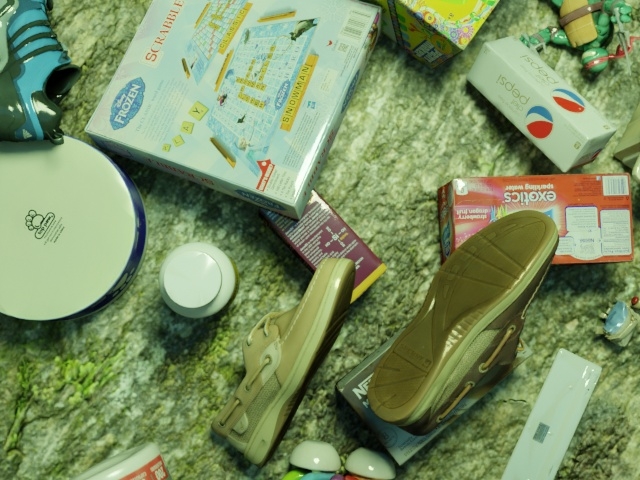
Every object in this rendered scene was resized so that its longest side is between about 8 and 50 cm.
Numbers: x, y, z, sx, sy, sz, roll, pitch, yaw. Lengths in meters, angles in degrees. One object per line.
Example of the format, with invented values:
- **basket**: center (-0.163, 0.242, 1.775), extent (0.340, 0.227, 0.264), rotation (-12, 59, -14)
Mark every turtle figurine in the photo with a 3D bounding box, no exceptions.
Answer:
- **turtle figurine**: center (0.377, -0.331, 1.250), extent (0.175, 0.118, 0.234), rotation (-22, 85, 37)

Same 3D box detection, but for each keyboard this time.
- **keyboard**: center (0.338, 0.291, 1.258), extent (0.072, 0.014, 0.256), rotation (25, 85, 4)

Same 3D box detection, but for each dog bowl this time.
- **dog bowl**: center (-0.383, -0.017, 1.194), extent (0.264, 0.104, 0.265), rotation (0, 86, -3)

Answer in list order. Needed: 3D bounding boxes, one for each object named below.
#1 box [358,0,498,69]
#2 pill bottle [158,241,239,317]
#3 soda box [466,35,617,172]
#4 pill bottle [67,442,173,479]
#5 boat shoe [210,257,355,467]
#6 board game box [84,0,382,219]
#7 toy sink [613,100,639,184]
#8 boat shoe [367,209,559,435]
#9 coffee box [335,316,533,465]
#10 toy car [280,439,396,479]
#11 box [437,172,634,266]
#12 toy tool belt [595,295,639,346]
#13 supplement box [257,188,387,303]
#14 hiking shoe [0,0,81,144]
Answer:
- **box**: center (0.155, -0.452, 1.194), extent (0.279, 0.177, 0.290), rotation (36, 88, -7)
- **pill bottle**: center (-0.167, 0.055, 1.160), extent (0.103, 0.184, 0.103), rotation (0, 87, -2)
- **soda box**: center (0.313, -0.198, 1.207), extent (0.073, 0.069, 0.216), rotation (-20, 59, -36)
- **pill bottle**: center (-0.240, 0.437, 1.144), extent (0.161, 0.161, 0.283), rotation (-25, 88, -4)
- **boat shoe**: center (-0.058, 0.157, 1.145), extent (0.110, 0.121, 0.341), rotation (30, 112, 10)
- **board game box**: center (-0.116, -0.227, 1.182), extent (0.317, 0.066, 0.319), rotation (21, 75, 11)
- **toy sink**: center (0.539, -0.147, 1.233), extent (0.152, 0.131, 0.234), rotation (28, 82, -3)
- **boat shoe**: center (0.207, 0.116, 1.120), extent (0.123, 0.123, 0.342), rotation (40, 84, -38)
- **coffee box**: center (0.158, 0.184, 1.210), extent (0.246, 0.098, 0.141), rotation (-38, 89, -5)
- **toy car**: center (0.025, 0.371, 1.174), extent (0.181, 0.136, 0.159), rotation (9, 86, -2)
- **box**: center (0.305, -0.025, 1.218), extent (0.256, 0.122, 0.128), rotation (-2, 86, -3)
- **toy tool belt**: center (0.446, 0.112, 1.253), extent (0.051, 0.052, 0.083), rotation (30, 85, -9)
- **supplement box**: center (0.000, 0.000, 1.212), extent (0.081, 0.104, 0.188), rotation (-43, 89, -5)
- **hiking shoe**: center (-0.400, -0.254, 1.181), extent (0.132, 0.113, 0.304), rotation (7, 61, -10)
